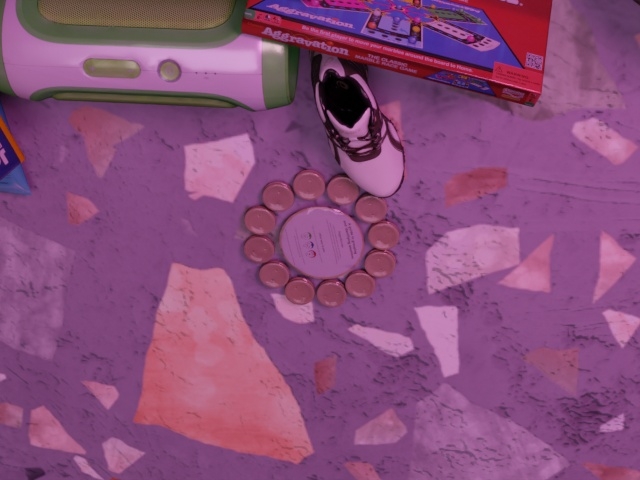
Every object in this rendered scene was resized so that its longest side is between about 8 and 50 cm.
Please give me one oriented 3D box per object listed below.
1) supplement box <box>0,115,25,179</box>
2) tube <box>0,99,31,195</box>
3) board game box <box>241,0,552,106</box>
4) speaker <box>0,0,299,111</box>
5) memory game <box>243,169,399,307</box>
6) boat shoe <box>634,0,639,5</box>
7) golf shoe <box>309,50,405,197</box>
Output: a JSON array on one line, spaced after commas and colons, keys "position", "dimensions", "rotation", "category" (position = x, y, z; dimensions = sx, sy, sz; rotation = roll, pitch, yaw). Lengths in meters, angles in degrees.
[{"position": [-0.494, -0.169, 1.045], "dimensions": [0.195, 0.194, 0.357], "rotation": [-2, 126, 36], "category": "supplement box"}, {"position": [-0.377, -0.136, 1.174], "dimensions": [0.080, 0.052, 0.207], "rotation": [7, 128, 13], "category": "tube"}, {"position": [0.078, -0.224, 1.010], "dimensions": [0.281, 0.145, 0.027], "rotation": [14, 151, -2], "category": "board game box"}, {"position": [-0.173, -0.195, 1.062], "dimensions": [0.296, 0.131, 0.131], "rotation": [3, 122, 4], "category": "speaker"}, {"position": [0.000, 0.000, 1.234], "dimensions": [0.186, 0.012, 0.186], "rotation": [3, 122, 5], "category": "memory game"}, {"position": [0.437, -0.220, 0.991], "dimensions": [0.355, 0.132, 0.130], "rotation": [18, 112, -16], "category": "boat shoe"}, {"position": [0.034, -0.115, 1.110], "dimensions": [0.077, 0.094, 0.198], "rotation": [-17, 120, 15], "category": "golf shoe"}]
